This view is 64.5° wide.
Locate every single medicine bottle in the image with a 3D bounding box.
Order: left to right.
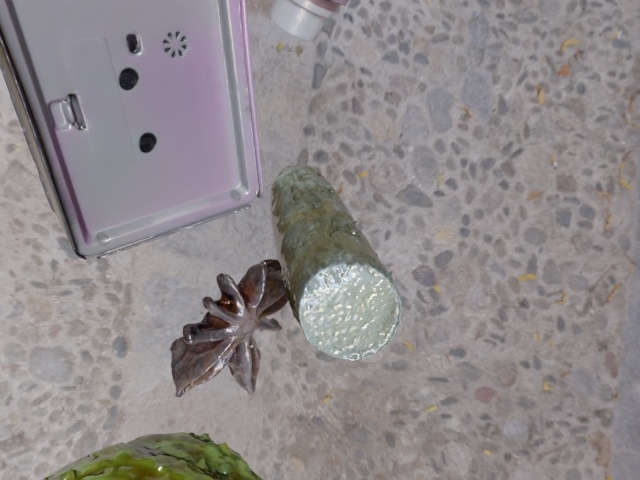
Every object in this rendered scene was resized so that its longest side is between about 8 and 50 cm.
[{"bbox_3d":[0.005,-0.481,0.879,0.147,0.147,0.247,33,121,-3],"label":"medicine bottle"}]

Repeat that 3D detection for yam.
[{"bbox_3d":[0.000,0.000,0.699,0.133,0.330,0.133,-9,130,-11],"label":"yam"}]

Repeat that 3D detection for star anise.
[{"bbox_3d":[-0.143,0.138,0.827,0.110,0.198,0.257,26,93,39],"label":"star anise"}]

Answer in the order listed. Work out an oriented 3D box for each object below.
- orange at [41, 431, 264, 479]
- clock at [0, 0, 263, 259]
[{"bbox_3d":[-0.140,0.252,0.306,0.301,0.300,0.223,-35,79,20],"label":"orange"},{"bbox_3d":[-0.121,-0.100,0.339,0.147,0.071,0.192,-23,129,-28],"label":"clock"}]
